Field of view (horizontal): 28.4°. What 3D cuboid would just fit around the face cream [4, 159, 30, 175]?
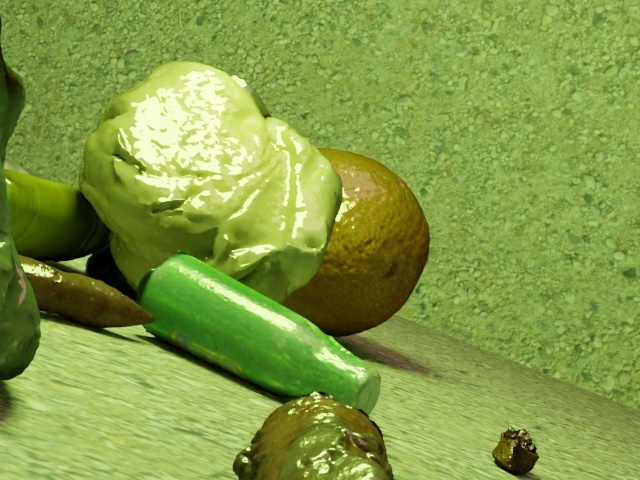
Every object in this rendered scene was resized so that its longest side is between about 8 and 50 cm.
[{"bbox_3d":[-0.485,-0.056,2.099,0.154,0.096,0.274,18,-13,37],"label":"face cream"}]

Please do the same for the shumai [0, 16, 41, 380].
[{"bbox_3d":[-0.310,-0.057,0.897,0.309,0.263,0.304,20,3,3],"label":"shumai"}]

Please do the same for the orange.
[{"bbox_3d":[0.000,0.000,2.107,0.322,0.322,0.357,19,-4,-44],"label":"orange"}]

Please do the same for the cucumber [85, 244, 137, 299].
[{"bbox_3d":[-0.261,0.022,1.855,0.145,0.105,0.325,22,4,-1],"label":"cucumber"}]

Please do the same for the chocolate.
[{"bbox_3d":[-0.063,0.111,1.375,0.291,0.110,0.110,25,3,30],"label":"chocolate"}]

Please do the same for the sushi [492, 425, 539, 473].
[{"bbox_3d":[0.225,0.239,1.451,0.050,0.047,0.099,23,3,-8],"label":"sushi"}]

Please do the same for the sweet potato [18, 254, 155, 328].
[{"bbox_3d":[-0.271,0.056,1.328,0.218,0.051,0.065,19,0,-23],"label":"sweet potato"}]

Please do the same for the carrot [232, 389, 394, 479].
[{"bbox_3d":[0.007,0.164,0.709,0.102,0.102,0.263,20,7,-7],"label":"carrot"}]

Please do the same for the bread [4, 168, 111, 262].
[{"bbox_3d":[-0.390,-0.029,1.613,0.166,0.112,0.383,10,-1,13],"label":"bread"}]

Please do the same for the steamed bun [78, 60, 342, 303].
[{"bbox_3d":[-0.149,-0.051,1.658,0.372,0.325,0.230,37,-38,11],"label":"steamed bun"}]

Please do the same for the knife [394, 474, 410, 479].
[{"bbox_3d":[0.061,0.207,1.091,0.207,0.014,0.030,19,1,9],"label":"knife"}]
